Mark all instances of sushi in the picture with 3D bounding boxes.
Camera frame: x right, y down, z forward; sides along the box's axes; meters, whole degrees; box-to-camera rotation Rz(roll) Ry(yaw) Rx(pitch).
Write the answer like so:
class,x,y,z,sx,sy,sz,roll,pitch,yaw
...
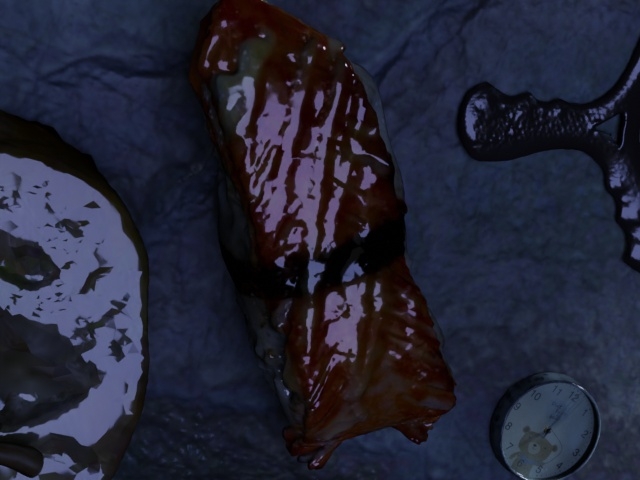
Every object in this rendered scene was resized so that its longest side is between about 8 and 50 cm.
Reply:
class,x,y,z,sx,sy,sz,roll,pitch,yaw
sushi,0.000,0.000,0.876,0.124,0.130,0.332,-16,103,-8

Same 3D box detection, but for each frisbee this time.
class,x,y,z,sx,sy,sz,roll,pitch,yaw
frisbee,0.209,-0.093,0.971,0.211,0.012,0.187,28,94,-21

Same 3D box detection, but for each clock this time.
class,x,y,z,sx,sy,sz,roll,pitch,yaw
clock,0.165,0.138,1.016,0.085,0.017,0.085,-4,105,-16

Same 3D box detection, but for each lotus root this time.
class,x,y,z,sx,sy,sz,roll,pitch,yaw
lotus root,-0.293,0.057,0.807,0.390,0.111,0.374,-25,107,-10

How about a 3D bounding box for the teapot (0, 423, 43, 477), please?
class,x,y,z,sx,sy,sz,roll,pitch,yaw
teapot,-0.196,0.113,0.757,0.080,0.085,0.110,-49,130,-8
